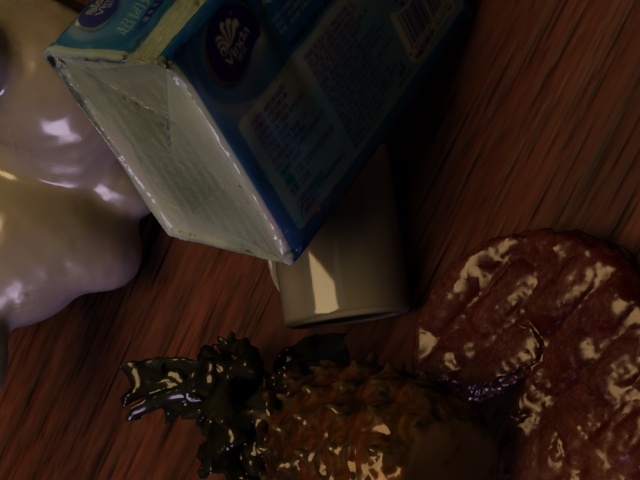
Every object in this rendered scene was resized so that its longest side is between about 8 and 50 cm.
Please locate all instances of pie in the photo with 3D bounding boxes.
[{"bbox_3d":[0.165,0.096,1.258,0.204,0.054,0.219,-36,67,32],"label":"pie"}]

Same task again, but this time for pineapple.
[{"bbox_3d":[-0.012,0.134,1.291,0.310,0.170,0.141,17,131,43],"label":"pineapple"}]

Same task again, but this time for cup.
[{"bbox_3d":[0.011,-0.002,1.361,0.099,0.136,0.133,-8,83,-5],"label":"cup"}]

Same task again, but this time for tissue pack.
[{"bbox_3d":[-0.035,-0.147,1.245,0.146,0.198,0.263,11,54,40],"label":"tissue pack"}]

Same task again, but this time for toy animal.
[{"bbox_3d":[-0.265,-0.035,1.468,0.196,0.241,0.368,35,110,34],"label":"toy animal"}]
